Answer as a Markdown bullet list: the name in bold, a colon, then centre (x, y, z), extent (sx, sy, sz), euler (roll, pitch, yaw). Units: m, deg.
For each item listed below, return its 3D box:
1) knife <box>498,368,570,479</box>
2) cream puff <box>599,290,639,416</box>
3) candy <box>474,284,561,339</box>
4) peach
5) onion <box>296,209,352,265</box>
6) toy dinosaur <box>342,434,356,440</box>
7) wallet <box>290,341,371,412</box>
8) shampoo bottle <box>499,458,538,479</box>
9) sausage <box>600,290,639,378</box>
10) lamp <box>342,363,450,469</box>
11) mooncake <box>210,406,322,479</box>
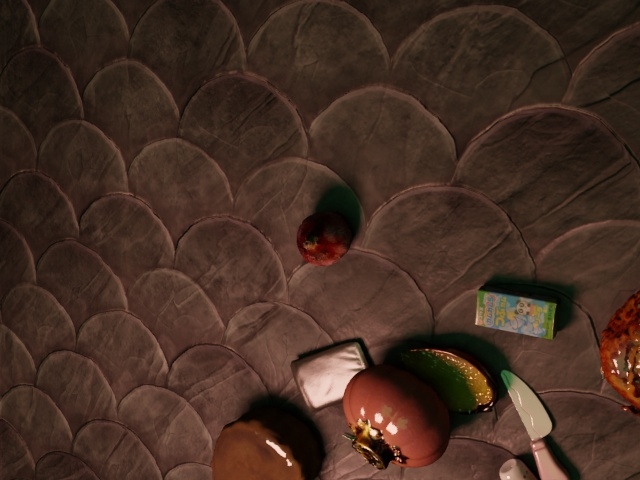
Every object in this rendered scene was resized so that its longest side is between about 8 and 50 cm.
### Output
- **knife**: centre (0.556, 0.485, 1.557), extent (0.081, 0.043, 0.336), euler (-24, 86, 23)
- **cream puff**: centre (0.756, 0.232, 1.290), extent (0.350, 0.229, 0.351), euler (-1, 104, -6)
- **candy**: centre (0.491, 0.178, 1.518), extent (0.194, 0.062, 0.097), euler (8, 104, 27)
- **peach**: centre (0.343, 0.359, 1.626), extent (0.279, 0.068, 0.189), euler (31, 122, 16)
- **onion**: centre (0.000, 0.000, 1.661), extent (0.159, 0.195, 0.160), euler (3, 100, 17)
- **toy dinosaur**: centre (0.122, 0.594, 1.812), extent (0.119, 0.029, 0.060), euler (15, 91, 30)
- **wallet**: centre (0.040, 0.403, 1.802), extent (0.245, 0.052, 0.169), euler (-23, 89, 24)
- **shampoo bottle**: centre (0.548, 0.657, 1.574), extent (0.074, 0.074, 0.192), euler (-40, 91, 27)
- **sausage**: centre (0.719, 0.212, 1.422), extent (0.032, 0.033, 0.269), euler (25, 110, 21)
- **lamp**: centre (0.188, 0.477, 1.603), extent (0.305, 0.239, 0.305), euler (32, 149, 22)
- **mooncake**: centre (-0.164, 0.676, 1.881), extent (0.323, 0.187, 0.324), euler (6, 104, 24)
